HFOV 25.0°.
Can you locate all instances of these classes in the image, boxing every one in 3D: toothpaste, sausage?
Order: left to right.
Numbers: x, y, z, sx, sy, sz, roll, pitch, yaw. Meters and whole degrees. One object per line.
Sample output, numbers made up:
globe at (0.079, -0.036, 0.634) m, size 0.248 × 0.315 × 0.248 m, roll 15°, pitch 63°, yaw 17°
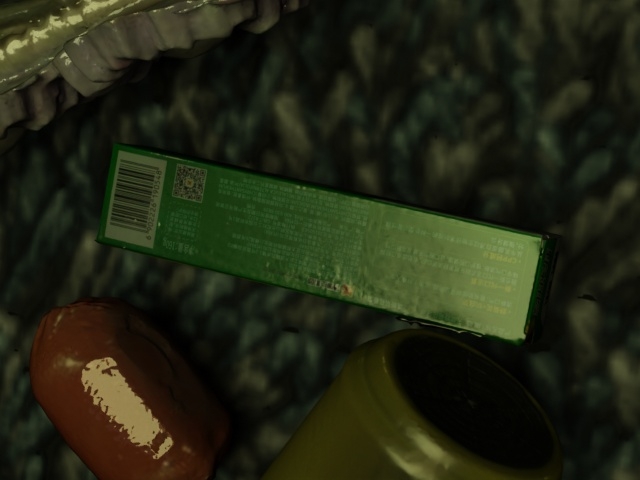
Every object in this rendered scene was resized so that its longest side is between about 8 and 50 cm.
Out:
sausage at (-0.075, 0.062, 0.572) m, size 0.094 × 0.059 × 0.054 m, roll 50°, pitch 131°, yaw 8°
toothpaste at (0.000, 0.000, 0.553) m, size 0.178 × 0.037 × 0.043 m, roll 13°, pitch 95°, yaw 19°

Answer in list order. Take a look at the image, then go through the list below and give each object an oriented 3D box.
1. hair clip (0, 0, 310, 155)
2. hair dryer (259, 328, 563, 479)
hair clip at (-0.105, -0.078, 0.550) m, size 0.292 × 0.106 × 0.085 m, roll -18°, pitch 100°, yaw 17°
hair dryer at (-0.027, 0.118, 0.432) m, size 0.090 × 0.278 × 0.135 m, roll 43°, pitch 116°, yaw 17°
